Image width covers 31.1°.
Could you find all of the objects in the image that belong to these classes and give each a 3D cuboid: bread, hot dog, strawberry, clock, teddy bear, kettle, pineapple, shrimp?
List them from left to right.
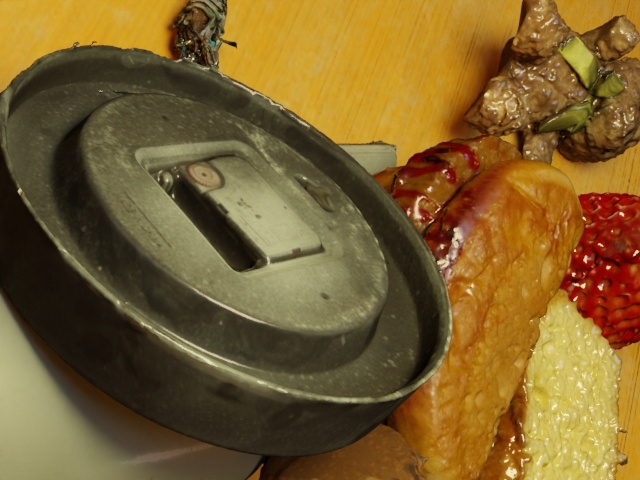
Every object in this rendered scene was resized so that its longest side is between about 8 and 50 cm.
[{"bbox_3d":[-0.234,0.165,0.880,0.377,0.250,0.361,-1,96,-43],"label":"kettle"},{"bbox_3d":[-0.117,-0.243,1.204,0.076,0.082,0.174,10,61,-32],"label":"shrimp"},{"bbox_3d":[-0.075,-0.003,0.884,0.386,0.076,0.386,27,31,-18],"label":"clock"},{"bbox_3d":[0.015,0.338,1.016,0.166,0.166,0.364,-22,122,-42],"label":"pineapple"},{"bbox_3d":[0.097,0.056,1.146,0.223,0.185,0.405,43,65,-37],"label":"hot dog"},{"bbox_3d":[0.203,0.229,1.240,0.194,0.179,0.340,30,55,-31],"label":"bread"},{"bbox_3d":[0.318,-0.178,1.458,0.223,0.246,0.296,30,14,5],"label":"teddy bear"},{"bbox_3d":[0.366,0.027,1.402,0.205,0.244,0.205,12,69,-35],"label":"strawberry"}]

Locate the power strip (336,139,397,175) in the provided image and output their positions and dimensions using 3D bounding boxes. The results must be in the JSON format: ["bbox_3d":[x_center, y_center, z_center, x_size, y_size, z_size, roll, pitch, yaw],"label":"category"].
[{"bbox_3d":[0.000,0.000,1.222,0.198,0.065,0.213,-4,95,-42],"label":"power strip"}]
